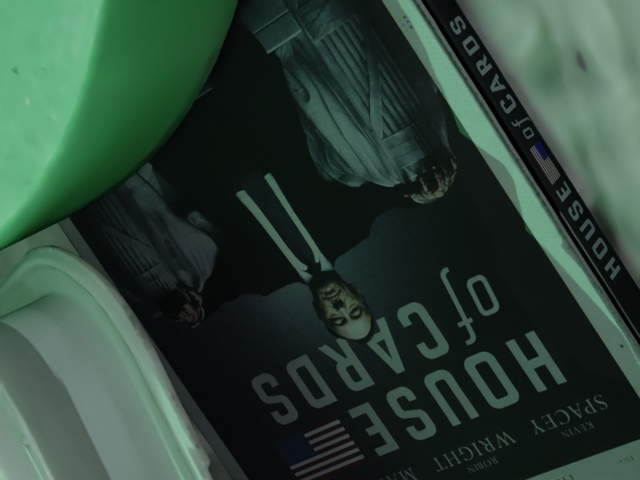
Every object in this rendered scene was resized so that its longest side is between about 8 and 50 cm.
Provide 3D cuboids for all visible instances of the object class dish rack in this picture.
[{"bbox_3d":[-0.087,0.191,0.540,0.332,0.072,0.285,62,145,6],"label":"dish rack"}]

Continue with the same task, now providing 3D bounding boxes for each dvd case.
[{"bbox_3d":[0.000,0.000,0.510,0.179,0.029,0.238,-28,98,37],"label":"dvd case"}]

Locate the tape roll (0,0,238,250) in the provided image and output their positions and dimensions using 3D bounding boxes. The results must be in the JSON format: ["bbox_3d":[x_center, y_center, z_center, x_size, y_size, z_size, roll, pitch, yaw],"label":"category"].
[{"bbox_3d":[-0.173,-0.141,0.481,0.321,0.077,0.321,13,116,28],"label":"tape roll"}]
